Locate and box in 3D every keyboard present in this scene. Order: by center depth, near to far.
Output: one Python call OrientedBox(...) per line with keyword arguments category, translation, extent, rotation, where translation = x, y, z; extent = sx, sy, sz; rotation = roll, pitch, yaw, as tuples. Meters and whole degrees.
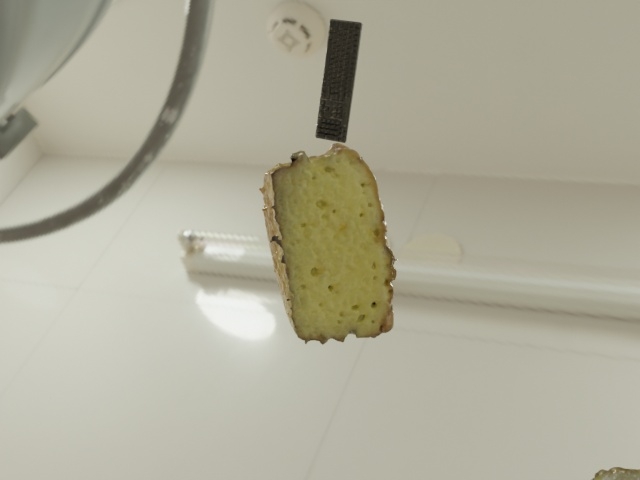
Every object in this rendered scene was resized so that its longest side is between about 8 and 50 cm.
OrientedBox(category="keyboard", translation=(0.030, -0.272, 1.598), extent=(0.061, 0.013, 0.204), rotation=(13, -78, 27))

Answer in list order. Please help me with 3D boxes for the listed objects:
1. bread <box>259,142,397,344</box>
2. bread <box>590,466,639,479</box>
OrientedBox(category="bread", translation=(0.000, 0.000, 1.105), extent=(0.139, 0.143, 0.229), rotation=(-152, -127, -70))
OrientedBox(category="bread", translation=(0.441, 0.398, 1.295), extent=(0.096, 0.181, 0.222), rotation=(53, -33, -9))
